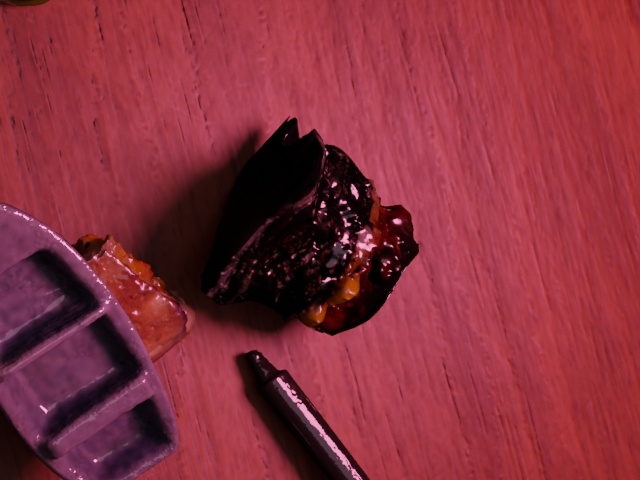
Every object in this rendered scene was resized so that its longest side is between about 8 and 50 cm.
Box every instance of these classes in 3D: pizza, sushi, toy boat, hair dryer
[{"bbox_3d":[-0.250,0.063,1.664,0.305,0.085,0.161,-1,109,-22],"label":"pizza"},{"bbox_3d":[0.000,0.000,1.738,0.150,0.172,0.153,38,105,-18],"label":"sushi"},{"bbox_3d":[-0.220,0.078,1.590,0.127,0.078,0.283,-32,116,-7],"label":"toy boat"},{"bbox_3d":[0.021,0.191,1.772,0.070,0.114,0.248,-37,94,-30],"label":"hair dryer"}]

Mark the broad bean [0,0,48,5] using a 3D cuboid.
[{"bbox_3d":[-0.341,-0.265,1.665,0.318,0.056,0.098,12,66,-30],"label":"broad bean"}]
